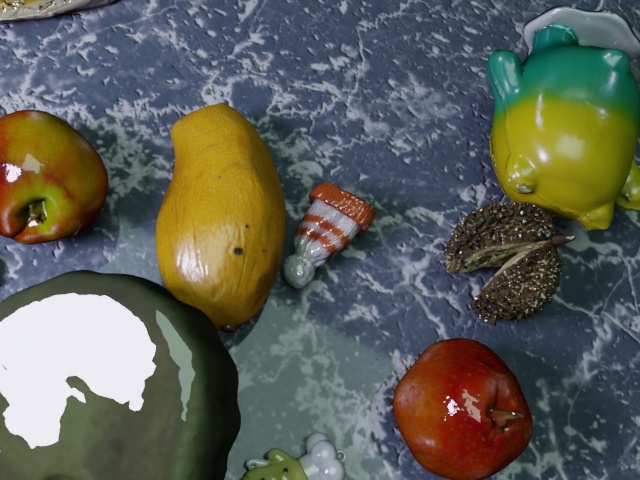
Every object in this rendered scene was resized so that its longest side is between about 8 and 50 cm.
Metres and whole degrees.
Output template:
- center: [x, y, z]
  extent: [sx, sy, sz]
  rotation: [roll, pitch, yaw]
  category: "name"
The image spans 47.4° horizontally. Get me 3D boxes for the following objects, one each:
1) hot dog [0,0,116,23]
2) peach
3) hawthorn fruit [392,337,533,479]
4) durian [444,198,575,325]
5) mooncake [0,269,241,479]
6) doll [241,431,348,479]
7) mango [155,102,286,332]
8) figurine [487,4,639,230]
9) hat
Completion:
- center: [-0.449, -0.431, 1.189]
  extent: [0.268, 0.075, 0.144]
  rotation: [-21, 78, -13]
  category: "hot dog"
- center: [-0.400, -0.095, 1.030]
  extent: [0.197, 0.197, 0.197]
  rotation: [3, 70, -9]
  category: "peach"
- center: [0.207, 0.232, 0.991]
  extent: [0.196, 0.225, 0.197]
  rotation: [2, 81, -16]
  category: "hawthorn fruit"
- center: [0.290, 0.028, 1.100]
  extent: [0.196, 0.167, 0.196]
  rotation: [2, 98, 14]
  category: "durian"
- center: [-0.278, 0.205, 0.908]
  extent: [0.351, 0.187, 0.351]
  rotation: [-1, 82, 8]
  category: "mooncake"
- center: [-0.037, 0.329, 1.000]
  extent: [0.162, 0.062, 0.106]
  rotation: [-23, 81, -18]
  category: "doll"
- center: [-0.142, -0.040, 1.069]
  extent: [0.187, 0.144, 0.359]
  rotation: [7, 68, -10]
  category: "mango"
- center: [0.401, -0.192, 1.171]
  extent: [0.323, 0.231, 0.340]
  rotation: [21, 65, -15]
  category: "figurine"
- center: [0.000, 0.000, 1.109]
  extent: [0.112, 0.093, 0.162]
  rotation: [30, 73, 29]
  category: "hat"
